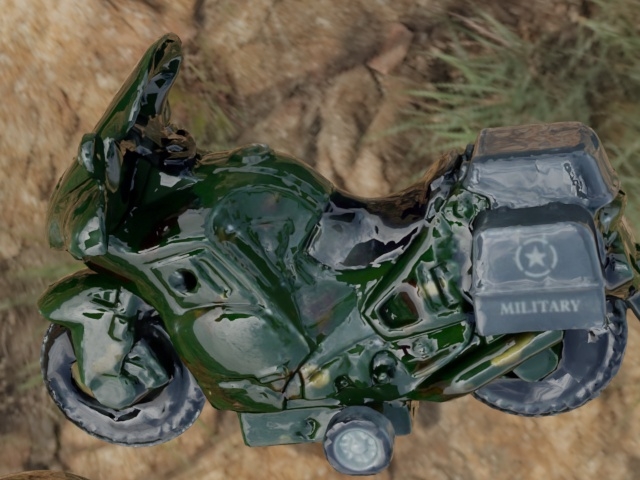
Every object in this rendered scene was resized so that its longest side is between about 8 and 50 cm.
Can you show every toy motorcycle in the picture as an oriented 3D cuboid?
[{"bbox_3d":[0.000,0.000,0.582,0.274,0.125,0.187,-5,111,11],"label":"toy motorcycle"}]

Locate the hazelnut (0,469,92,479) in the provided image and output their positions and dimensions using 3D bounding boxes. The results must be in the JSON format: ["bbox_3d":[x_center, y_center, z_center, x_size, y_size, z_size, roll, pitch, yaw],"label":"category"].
[{"bbox_3d":[-0.187,0.278,1.070,0.251,0.217,0.217,22,100,6],"label":"hazelnut"}]
